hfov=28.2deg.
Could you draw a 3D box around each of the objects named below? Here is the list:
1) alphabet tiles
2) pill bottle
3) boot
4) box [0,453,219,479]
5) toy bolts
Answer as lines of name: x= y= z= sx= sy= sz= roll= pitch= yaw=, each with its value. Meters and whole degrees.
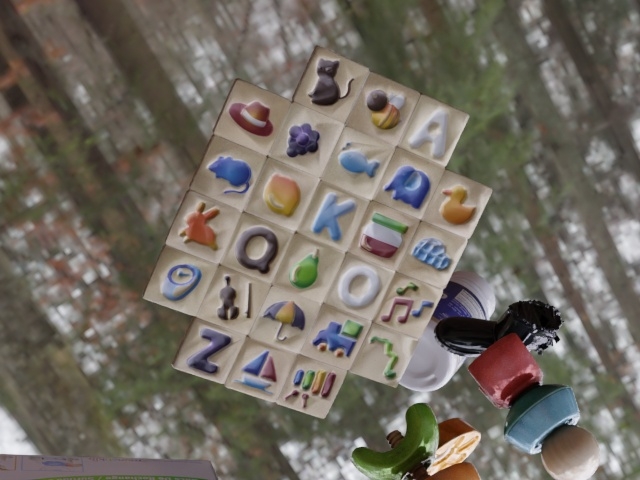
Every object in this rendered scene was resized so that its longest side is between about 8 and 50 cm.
alphabet tiles: x=0.000 y=0.000 z=1.237 sx=0.343 sy=0.285 sz=0.011 roll=-65 pitch=-160 yaw=11
pill bottle: x=0.164 y=0.115 z=1.723 sx=0.112 sy=0.112 sz=0.186 roll=-16 pitch=-167 yaw=34
boot: x=0.196 y=0.095 z=1.388 sx=0.099 sy=0.121 sz=0.045 roll=125 pitch=-22 yaw=-57
box: x=-0.158 y=0.190 z=0.727 sx=0.203 sy=0.114 sz=0.103 roll=5 pitch=-171 yaw=-13
toy bolts: x=0.184 y=0.236 z=1.348 sx=0.228 sy=0.218 sz=0.158 roll=-40 pitch=-117 yaw=5
